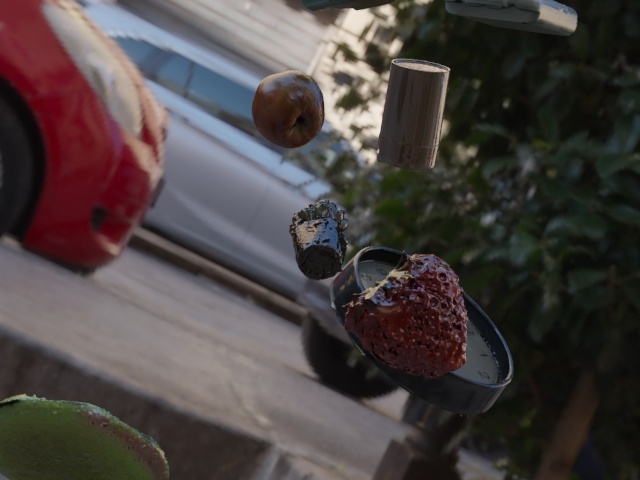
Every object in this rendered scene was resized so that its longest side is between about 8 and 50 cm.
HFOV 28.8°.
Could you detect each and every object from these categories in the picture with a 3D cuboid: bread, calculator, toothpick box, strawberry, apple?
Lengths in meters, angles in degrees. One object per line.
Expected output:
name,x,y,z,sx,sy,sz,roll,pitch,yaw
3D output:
bread,-0.371,0.323,1.854,0.301,0.045,0.301,7,-40,6
calculator,0.269,-0.321,1.743,0.141,0.045,0.246,13,8,28
toothpick box,0.165,-0.224,2.217,0.111,0.180,0.111,7,18,-2
strawberry,0.150,0.128,1.958,0.201,0.184,0.187,52,42,1
apple,-0.055,-0.217,2.063,0.126,0.126,0.102,28,20,-47

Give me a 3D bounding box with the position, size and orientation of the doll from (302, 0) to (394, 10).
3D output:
doll,0.051,-0.526,2.092,0.177,0.260,0.161,-10,5,-42

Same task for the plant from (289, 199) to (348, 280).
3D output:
plant,0.000,0.000,1.931,0.094,0.092,0.143,57,18,-31

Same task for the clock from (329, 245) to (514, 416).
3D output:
clock,0.193,0.160,2.316,0.386,0.076,0.386,30,25,-16
